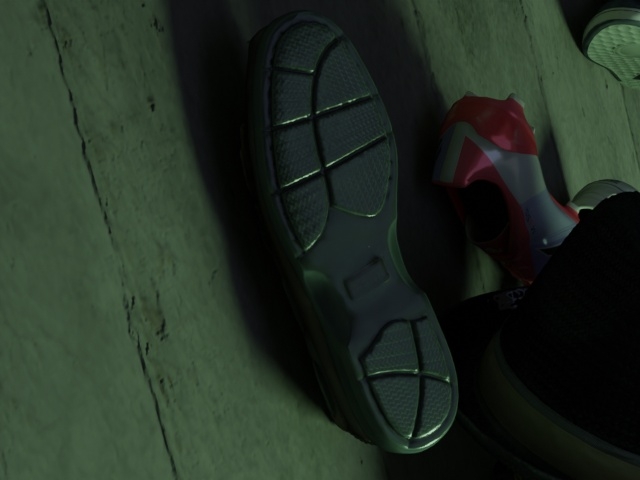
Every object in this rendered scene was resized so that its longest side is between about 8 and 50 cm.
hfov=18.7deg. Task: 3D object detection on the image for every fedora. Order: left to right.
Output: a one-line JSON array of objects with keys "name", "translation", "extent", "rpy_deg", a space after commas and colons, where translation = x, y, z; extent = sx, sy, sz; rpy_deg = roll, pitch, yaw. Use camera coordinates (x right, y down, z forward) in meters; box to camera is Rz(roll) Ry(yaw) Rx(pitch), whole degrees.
[{"name": "fedora", "translation": [0.230, 0.063, 1.306], "extent": [0.334, 0.334, 0.153], "rpy_deg": [-33, 143, -63]}]

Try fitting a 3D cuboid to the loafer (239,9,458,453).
[{"name": "loafer", "translation": [0.000, 0.000, 1.147], "extent": [0.096, 0.084, 0.268], "rpy_deg": [-22, 99, -33]}]

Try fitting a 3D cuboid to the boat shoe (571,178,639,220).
[{"name": "boat shoe", "translation": [0.264, 0.078, 1.661], "extent": [0.084, 0.095, 0.258], "rpy_deg": [-30, 98, -60]}]

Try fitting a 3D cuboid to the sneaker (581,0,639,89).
[{"name": "sneaker", "translation": [0.299, -0.242, 1.823], "extent": [0.226, 0.086, 0.163], "rpy_deg": [23, 71, -72]}]

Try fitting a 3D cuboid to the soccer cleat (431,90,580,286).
[{"name": "soccer cleat", "translation": [0.149, -0.007, 1.459], "extent": [0.095, 0.083, 0.248], "rpy_deg": [-61, 139, -28]}]

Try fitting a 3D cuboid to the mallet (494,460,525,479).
[{"name": "mallet", "translation": [0.181, 0.218, 1.483], "extent": [0.190, 0.039, 0.062], "rpy_deg": [58, 38, -32]}]
